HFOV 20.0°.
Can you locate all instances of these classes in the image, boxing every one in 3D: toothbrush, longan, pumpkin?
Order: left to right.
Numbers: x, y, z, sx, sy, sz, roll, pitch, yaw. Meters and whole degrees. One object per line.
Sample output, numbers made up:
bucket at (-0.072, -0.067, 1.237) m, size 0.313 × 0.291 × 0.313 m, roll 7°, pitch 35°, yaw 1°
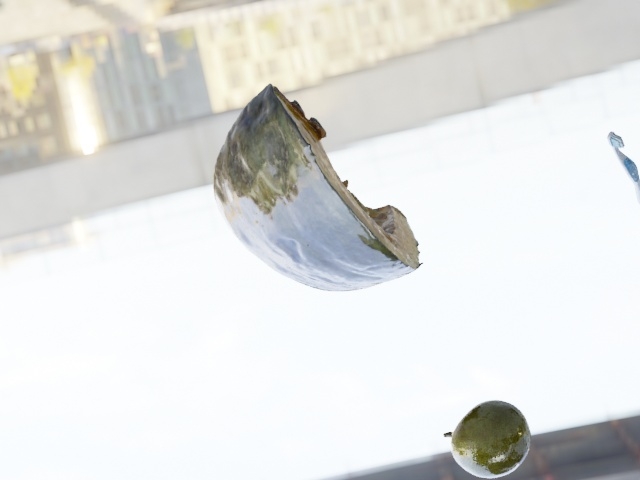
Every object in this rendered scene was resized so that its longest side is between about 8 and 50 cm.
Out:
pumpkin at (0.000, 0.000, 1.788) m, size 0.148 × 0.169 × 0.312 m, roll -35°, pitch 143°, yaw 13°
longan at (0.147, 0.176, 1.622) m, size 0.083 × 0.075 × 0.075 m, roll 5°, pitch -162°, yaw 36°
toothbrush at (0.294, -0.067, 1.732) m, size 0.017 × 0.014 × 0.162 m, roll 28°, pitch 171°, yaw 27°
